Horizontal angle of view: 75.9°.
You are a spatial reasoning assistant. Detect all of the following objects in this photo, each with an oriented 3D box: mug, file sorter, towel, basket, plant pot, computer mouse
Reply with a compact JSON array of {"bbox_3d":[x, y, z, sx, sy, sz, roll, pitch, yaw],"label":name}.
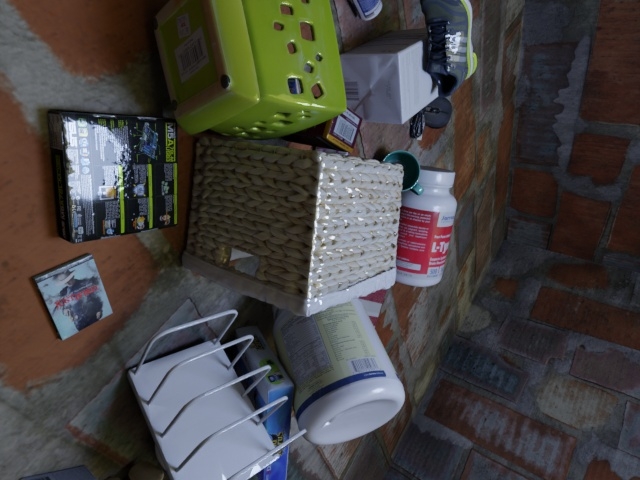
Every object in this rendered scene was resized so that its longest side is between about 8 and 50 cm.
[{"bbox_3d":[0.253,-0.211,1.340,0.097,0.130,0.157,-114,-172,-83],"label":"mug"},{"bbox_3d":[-0.188,0.290,0.747,0.193,0.277,0.173,-12,148,-45],"label":"file sorter"},{"bbox_3d":[0.132,0.241,1.368,0.237,0.037,0.328,23,85,-56],"label":"towel"},{"bbox_3d":[-0.039,-0.047,0.824,0.332,0.329,0.265,-7,109,-54],"label":"basket"},{"bbox_3d":[-0.120,-0.286,0.651,0.207,0.228,0.226,-18,99,-45],"label":"plant pot"},{"bbox_3d":[0.431,-0.474,1.539,0.272,0.072,0.188,-19,120,-51],"label":"computer mouse"}]

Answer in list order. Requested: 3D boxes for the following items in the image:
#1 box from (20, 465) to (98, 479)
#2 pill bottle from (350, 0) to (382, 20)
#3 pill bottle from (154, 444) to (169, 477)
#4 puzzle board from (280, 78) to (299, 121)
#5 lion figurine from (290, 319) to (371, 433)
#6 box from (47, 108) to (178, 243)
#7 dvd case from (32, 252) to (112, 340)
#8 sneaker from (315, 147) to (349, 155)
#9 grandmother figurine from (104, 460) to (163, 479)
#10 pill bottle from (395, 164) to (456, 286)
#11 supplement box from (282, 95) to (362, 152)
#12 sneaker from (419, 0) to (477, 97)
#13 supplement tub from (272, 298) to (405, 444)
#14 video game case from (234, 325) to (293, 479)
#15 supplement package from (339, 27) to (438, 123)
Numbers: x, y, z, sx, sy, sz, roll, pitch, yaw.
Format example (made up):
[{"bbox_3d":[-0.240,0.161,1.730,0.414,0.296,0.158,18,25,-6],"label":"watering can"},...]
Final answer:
[{"bbox_3d":[-0.456,0.505,0.677,0.114,0.103,0.202,29,80,-56],"label":"box"},{"bbox_3d":[0.100,-0.604,0.997,0.120,0.067,0.066,35,76,-56],"label":"pill bottle"},{"bbox_3d":[-0.262,0.453,0.890,0.152,0.153,0.271,-41,136,-39],"label":"pill bottle"},{"bbox_3d":[-0.094,-0.275,0.814,0.011,0.128,0.096,-50,141,-44],"label":"puzzle board"},{"bbox_3d":[-0.019,0.372,1.146,0.392,0.142,0.240,-53,157,14],"label":"lion figurine"},{"bbox_3d":[-0.315,-0.103,0.651,0.184,0.045,0.190,-19,120,-53],"label":"box"},{"bbox_3d":[-0.392,0.090,0.657,0.087,0.013,0.119,-33,130,-44],"label":"dvd case"},{"bbox_3d":[0.042,-0.178,1.103,0.104,0.095,0.236,-41,141,-48],"label":"sneaker"},{"bbox_3d":[-0.385,0.634,0.847,0.208,0.104,0.341,-11,114,-29],"label":"grandmother figurine"},{"bbox_3d":[0.359,-0.058,1.486,0.229,0.229,0.406,-17,119,-52],"label":"pill bottle"},{"bbox_3d":[-0.022,-0.252,0.874,0.104,0.188,0.080,14,95,-56],"label":"supplement box"},{"bbox_3d":[0.310,-0.482,1.014,0.300,0.111,0.121,43,71,-48],"label":"sneaker"},{"bbox_3d":[0.024,0.260,0.943,0.236,0.324,0.235,-13,137,-13],"label":"supplement tub"},{"bbox_3d":[-0.143,0.376,0.951,0.061,0.244,0.269,-4,110,-26],"label":"video game case"},{"bbox_3d":[0.211,-0.459,1.128,0.293,0.176,0.177,-42,134,-38],"label":"supplement package"}]
